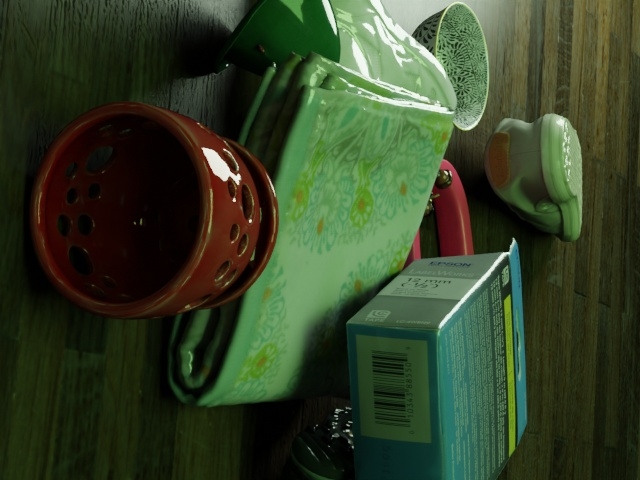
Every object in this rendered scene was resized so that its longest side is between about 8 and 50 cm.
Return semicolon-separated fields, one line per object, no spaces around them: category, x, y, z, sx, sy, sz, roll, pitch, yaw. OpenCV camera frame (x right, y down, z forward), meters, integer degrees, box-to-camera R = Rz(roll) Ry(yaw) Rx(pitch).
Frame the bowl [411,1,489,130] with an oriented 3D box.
bowl;0.156;-0.229;1.986;0.170;0.080;0.170;5;85;-59

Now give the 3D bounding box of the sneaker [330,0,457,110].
sneaker;0.054;-0.180;1.798;0.292;0.108;0.169;42;56;-41

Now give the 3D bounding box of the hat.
hat;0.007;-0.180;1.573;0.173;0.183;0.208;-47;-179;-9

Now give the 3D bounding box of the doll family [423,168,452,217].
doll family;0.096;-0.045;1.839;0.111;0.193;0.076;31;16;-37

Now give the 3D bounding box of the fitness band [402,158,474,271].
fitness band;0.146;0.035;1.993;0.209;0.054;0.291;-24;110;-61

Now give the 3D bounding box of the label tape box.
label tape box;0.142;0.158;1.691;0.347;0.115;0.249;-39;127;-64

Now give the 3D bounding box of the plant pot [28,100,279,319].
plant pot;-0.139;-0.021;1.359;0.174;0.191;0.191;10;80;-62

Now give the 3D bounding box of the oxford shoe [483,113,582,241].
oxford shoe;0.328;-0.095;2.250;0.449;0.130;0.169;29;57;-73

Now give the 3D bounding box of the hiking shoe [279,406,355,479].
hiking shoe;0.018;0.277;1.735;0.132;0.113;0.304;-62;158;10

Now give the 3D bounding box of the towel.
towel;0.000;0.000;1.592;0.320;0.090;0.375;8;105;-58
